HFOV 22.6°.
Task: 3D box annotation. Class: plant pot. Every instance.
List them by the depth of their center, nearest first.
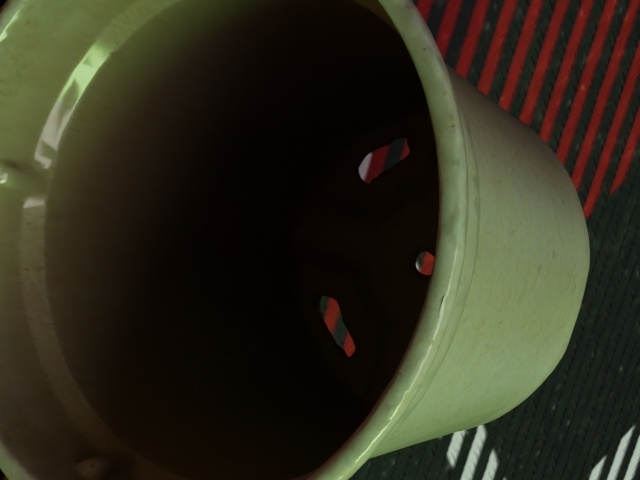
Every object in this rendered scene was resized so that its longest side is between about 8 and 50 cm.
[{"bbox_3d":[0.000,0.000,0.929,0.305,0.333,0.334,10,105,-58],"label":"plant pot"}]

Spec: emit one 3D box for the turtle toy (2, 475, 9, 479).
[{"bbox_3d":[-0.147,0.140,0.993,0.130,0.095,0.066,-18,124,18],"label":"turtle toy"}]
